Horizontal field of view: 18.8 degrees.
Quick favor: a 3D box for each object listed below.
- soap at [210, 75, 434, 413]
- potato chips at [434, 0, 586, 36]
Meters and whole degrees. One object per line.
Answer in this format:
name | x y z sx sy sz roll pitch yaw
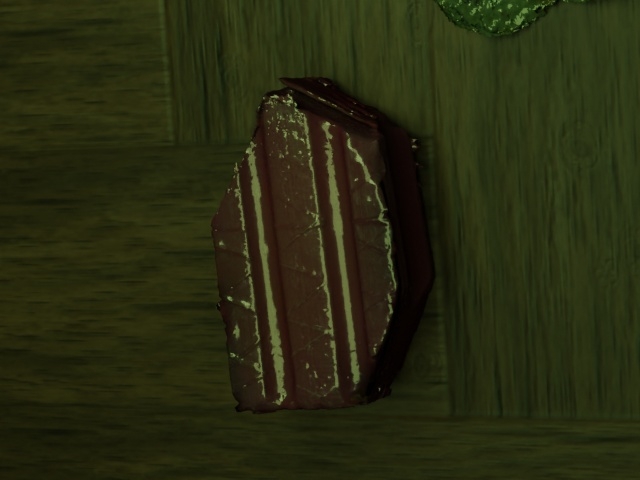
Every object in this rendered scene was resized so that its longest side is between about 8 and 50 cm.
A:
soap | 0.000 0.000 1.673 0.182 0.112 0.289 -7 96 22
potato chips | 0.187 -0.269 1.589 0.228 0.059 0.167 -27 82 28
